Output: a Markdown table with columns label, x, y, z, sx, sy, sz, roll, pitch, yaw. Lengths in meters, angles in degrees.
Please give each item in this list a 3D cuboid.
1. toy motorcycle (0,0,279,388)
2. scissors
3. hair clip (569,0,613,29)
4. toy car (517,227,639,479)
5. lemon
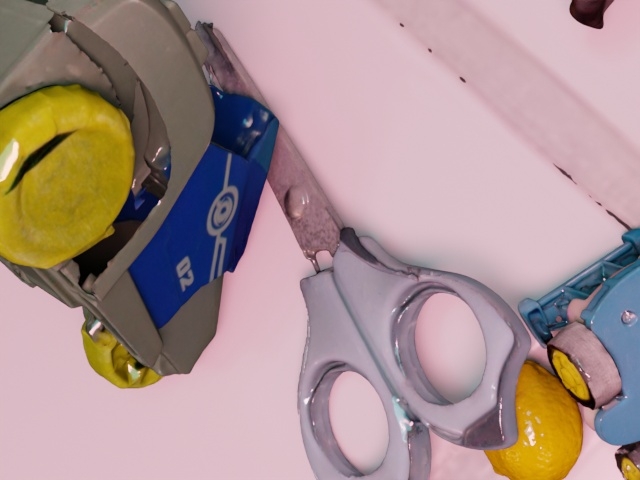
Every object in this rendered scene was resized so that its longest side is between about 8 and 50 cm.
| label | x | y | z | sx | sy | sz | roll | pitch | yaw |
| --- | --- | --- | --- | --- | --- | --- | --- | --- | --- |
| toy motorcycle | -0.128 | -0.048 | 0.875 | 0.191 | 0.326 | 0.200 | 28 | 75 | 35 |
| scissors | -0.001 | 0.000 | 0.938 | 0.191 | 0.029 | 0.360 | -43 | 69 | 35 |
| hair clip | 0.269 | -0.255 | 0.867 | 0.101 | 0.085 | 0.331 | 29 | 89 | 13 |
| toy car | 0.204 | 0.078 | 0.879 | 0.126 | 0.098 | 0.161 | -33 | 109 | -11 |
| lemon | 0.130 | 0.118 | 0.898 | 0.065 | 0.065 | 0.092 | -9 | 85 | 15 |
